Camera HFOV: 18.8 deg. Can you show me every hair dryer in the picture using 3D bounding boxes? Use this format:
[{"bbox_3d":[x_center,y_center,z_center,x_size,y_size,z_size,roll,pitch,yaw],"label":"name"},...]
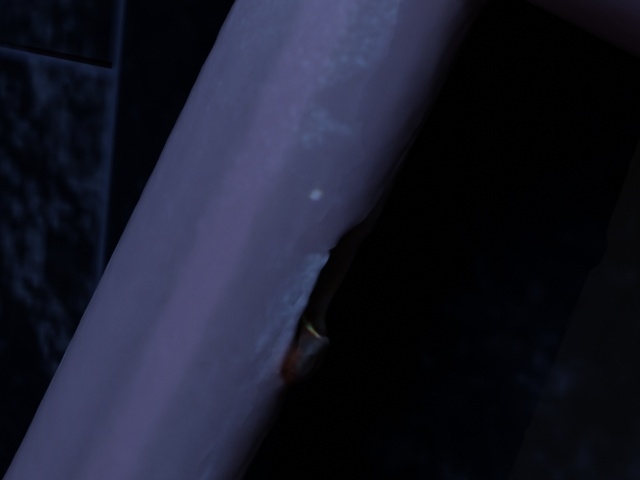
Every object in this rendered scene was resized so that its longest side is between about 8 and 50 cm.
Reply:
[{"bbox_3d":[0.000,0.000,0.439,0.189,0.107,0.344,31,102,21],"label":"hair dryer"}]
